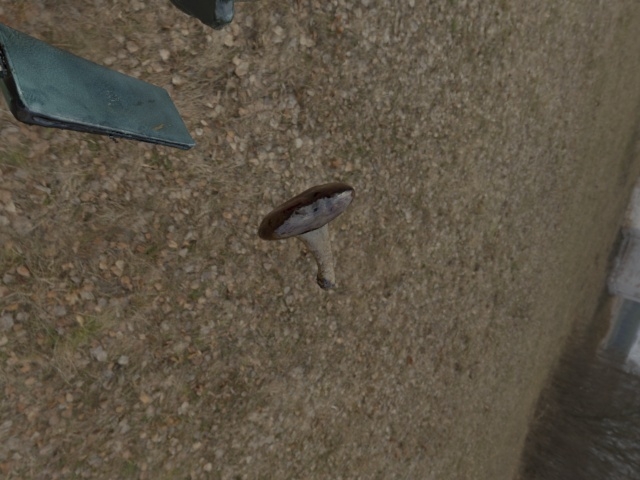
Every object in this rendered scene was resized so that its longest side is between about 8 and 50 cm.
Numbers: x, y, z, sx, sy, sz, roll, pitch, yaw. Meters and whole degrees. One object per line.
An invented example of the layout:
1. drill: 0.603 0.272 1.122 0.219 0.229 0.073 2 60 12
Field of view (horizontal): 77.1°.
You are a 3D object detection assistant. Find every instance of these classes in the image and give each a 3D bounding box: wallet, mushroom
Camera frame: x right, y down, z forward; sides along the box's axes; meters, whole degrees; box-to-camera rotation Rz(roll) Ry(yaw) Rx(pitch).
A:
1. wallet: -0.424 -0.278 0.794 0.046 0.191 0.379 -34 169 22
2. mushroom: 0.000 0.000 0.878 0.226 0.148 0.218 -28 107 -5

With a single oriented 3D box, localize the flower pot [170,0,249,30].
1. flower pot: -0.232 -0.609 0.841 0.282 0.298 0.300 -37 132 -42
